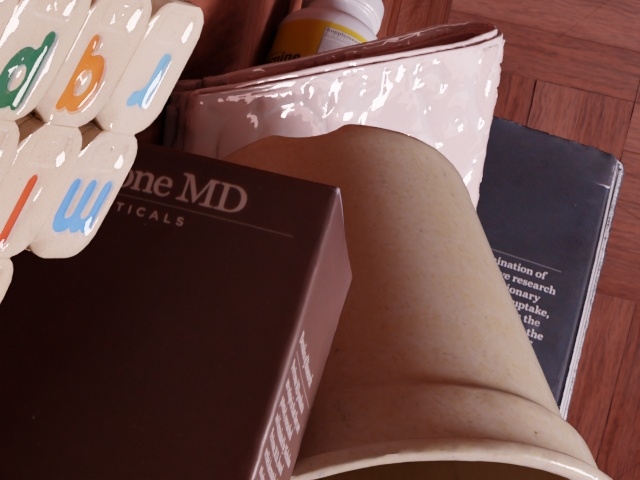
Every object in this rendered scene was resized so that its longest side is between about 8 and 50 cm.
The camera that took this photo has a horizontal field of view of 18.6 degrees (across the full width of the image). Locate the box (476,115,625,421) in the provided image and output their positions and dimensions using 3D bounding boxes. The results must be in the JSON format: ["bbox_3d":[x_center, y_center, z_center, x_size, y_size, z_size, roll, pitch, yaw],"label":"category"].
[{"bbox_3d":[0.071,0.186,1.964,0.480,0.297,0.472,106,4,-52],"label":"box"}]

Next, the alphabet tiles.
[{"bbox_3d":[-0.143,-0.056,0.827,0.278,0.021,0.284,-61,162,10],"label":"alphabet tiles"}]

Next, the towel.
[{"bbox_3d":[0.000,0.000,1.552,0.317,0.053,0.332,-13,125,-35],"label":"towel"}]

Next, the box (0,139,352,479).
[{"bbox_3d":[-0.123,0.141,1.041,0.143,0.191,0.381,84,21,-66],"label":"box"}]

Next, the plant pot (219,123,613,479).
[{"bbox_3d":[0.019,0.104,1.329,0.334,0.333,0.305,94,-11,-52],"label":"plant pot"}]

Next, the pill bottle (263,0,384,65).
[{"bbox_3d":[-0.002,-0.141,1.733,0.103,0.103,0.184,90,16,-61],"label":"pill bottle"}]
